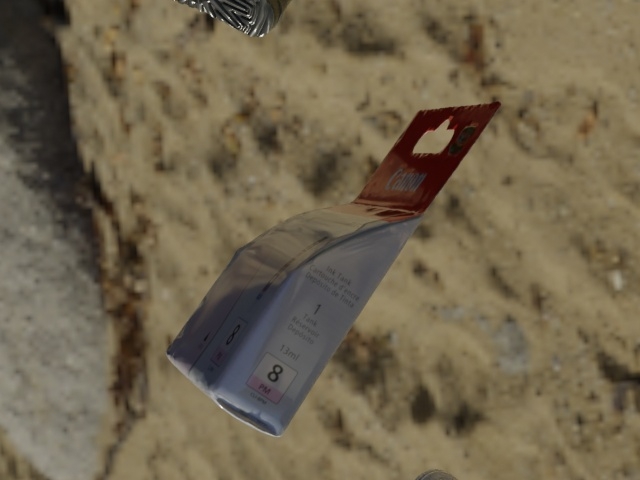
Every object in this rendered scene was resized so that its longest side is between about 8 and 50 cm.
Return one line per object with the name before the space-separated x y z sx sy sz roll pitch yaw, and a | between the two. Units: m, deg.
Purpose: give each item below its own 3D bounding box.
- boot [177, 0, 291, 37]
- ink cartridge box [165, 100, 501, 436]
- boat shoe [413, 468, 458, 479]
boot | -0.068 -0.288 1.651 0.208 0.189 0.076 -52 -3 -47
ink cartridge box | 0.000 0.000 1.043 0.232 0.066 0.189 -60 12 -4
boat shoe | 0.090 0.249 1.228 0.063 0.066 0.184 132 153 -56
